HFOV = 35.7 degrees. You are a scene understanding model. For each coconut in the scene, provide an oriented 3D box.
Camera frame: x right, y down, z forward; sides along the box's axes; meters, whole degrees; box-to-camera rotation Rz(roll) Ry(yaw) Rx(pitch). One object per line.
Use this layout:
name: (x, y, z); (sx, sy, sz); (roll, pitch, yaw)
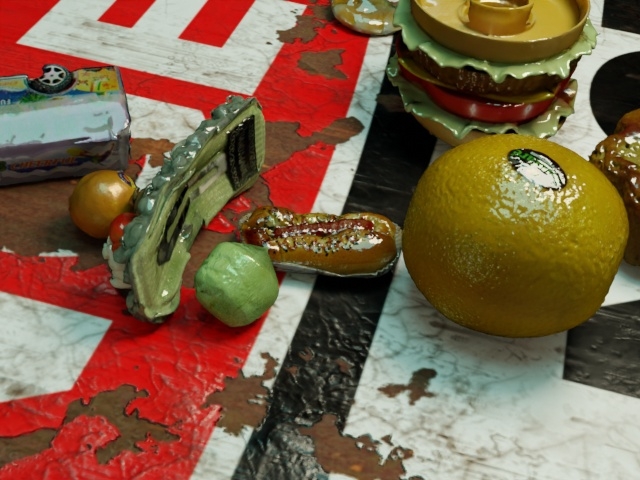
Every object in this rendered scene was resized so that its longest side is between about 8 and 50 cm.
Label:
coconut: (-0.087, 0.042, 1.061); (0.088, 0.087, 0.096); (33, 68, 27)

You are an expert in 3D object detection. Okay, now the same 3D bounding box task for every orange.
orange: (-0.247, -0.041, 1.141); (0.084, 0.083, 0.083); (4, 41, -3)
orange: (0.203, -0.005, 1.055); (0.237, 0.236, 0.236); (4, 41, -3)

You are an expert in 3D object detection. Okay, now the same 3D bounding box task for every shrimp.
shrimp: (0.120, -0.408, 1.629); (0.145, 0.059, 0.254); (30, 46, 21)

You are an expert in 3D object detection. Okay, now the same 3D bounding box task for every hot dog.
hot dog: (0.000, 0.000, 1.144); (0.191, 0.059, 0.108); (2, 36, -2)

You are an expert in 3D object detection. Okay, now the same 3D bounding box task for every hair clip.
hair clip: (-0.160, -0.049, 1.126); (0.091, 0.138, 0.321); (8, 39, 18)

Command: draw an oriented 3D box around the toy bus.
toy bus: (-0.393, -0.133, 1.212); (0.317, 0.112, 0.137); (-10, 54, -17)

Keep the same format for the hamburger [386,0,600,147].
hamburger: (0.224, -0.238, 1.327); (0.275, 0.212, 0.274); (1, 42, -1)

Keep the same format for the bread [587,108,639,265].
bread: (0.431, -0.059, 1.210); (0.232, 0.135, 0.246); (-6, 43, 6)
